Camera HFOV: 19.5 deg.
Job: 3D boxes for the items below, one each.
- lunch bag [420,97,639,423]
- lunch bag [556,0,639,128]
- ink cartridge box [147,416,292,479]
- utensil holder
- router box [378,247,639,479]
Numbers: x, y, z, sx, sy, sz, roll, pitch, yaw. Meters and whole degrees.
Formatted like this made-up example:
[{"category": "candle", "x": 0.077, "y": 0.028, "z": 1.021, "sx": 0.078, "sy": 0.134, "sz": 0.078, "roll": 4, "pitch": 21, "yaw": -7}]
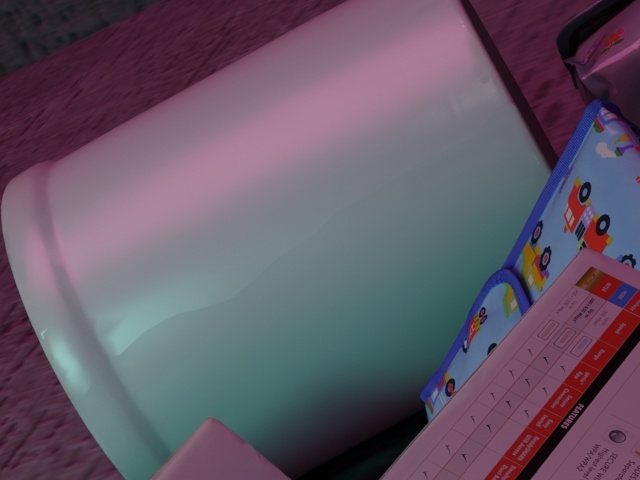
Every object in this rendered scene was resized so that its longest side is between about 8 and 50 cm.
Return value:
[{"category": "lunch bag", "x": 0.176, "y": 0.099, "z": 1.194, "sx": 0.293, "sy": 0.138, "sz": 0.221, "roll": -54, "pitch": 34, "yaw": 24}, {"category": "lunch bag", "x": 0.323, "y": -0.165, "z": 1.562, "sx": 0.223, "sy": 0.160, "sz": 0.262, "roll": -35, "pitch": 10, "yaw": 9}, {"category": "ink cartridge box", "x": -0.144, "y": 0.287, "z": 1.187, "sx": 0.226, "sy": 0.131, "sz": 0.306, "roll": -48, "pitch": 2, "yaw": 37}, {"category": "utensil holder", "x": 0.000, "y": 0.000, "z": 1.468, "sx": 0.385, "sy": 0.327, "sz": 0.327, "roll": -29, "pitch": 22, "yaw": 8}, {"category": "router box", "x": 0.172, "y": 0.178, "z": 0.872, "sx": 0.301, "sy": 0.082, "sz": 0.335, "roll": 27, "pitch": 46, "yaw": 22}]
